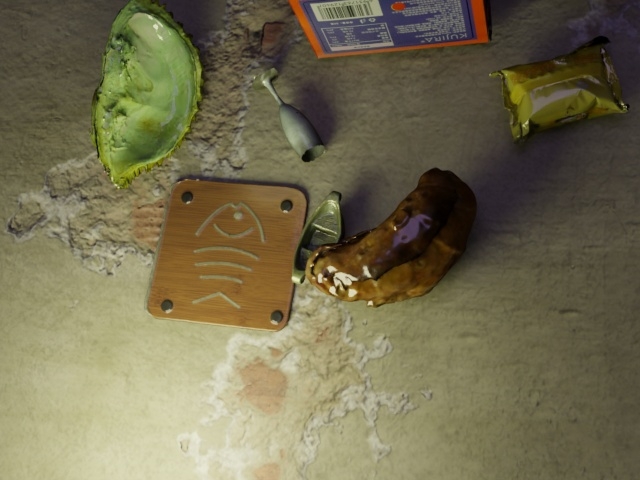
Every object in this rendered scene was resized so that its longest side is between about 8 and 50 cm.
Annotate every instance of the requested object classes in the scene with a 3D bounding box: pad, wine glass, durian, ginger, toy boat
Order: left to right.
[{"bbox_3d":[-0.337,-0.283,1.738,0.163,0.198,0.394,11,77,16],"label":"durian"},{"bbox_3d":[-0.178,0.023,1.696,0.287,0.018,0.284,5,73,14],"label":"pad"},{"bbox_3d":[-0.062,-0.239,1.728,0.066,0.066,0.198,-32,69,2],"label":"wine glass"},{"bbox_3d":[0.000,0.001,1.628,0.089,0.071,0.185,20,77,20],"label":"toy boat"},{"bbox_3d":[0.137,0.016,1.537,0.321,0.165,0.172,-34,75,-1],"label":"ginger"}]

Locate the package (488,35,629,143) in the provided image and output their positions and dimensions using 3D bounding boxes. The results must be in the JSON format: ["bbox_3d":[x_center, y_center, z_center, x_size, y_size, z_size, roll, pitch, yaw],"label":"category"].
[{"bbox_3d":[0.426,-0.270,1.600,0.226,0.090,0.168,-13,67,7],"label":"package"}]

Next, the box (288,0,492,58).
[{"bbox_3d":[0.135,-0.542,1.672,0.349,0.257,0.318,-4,70,14],"label":"box"}]
